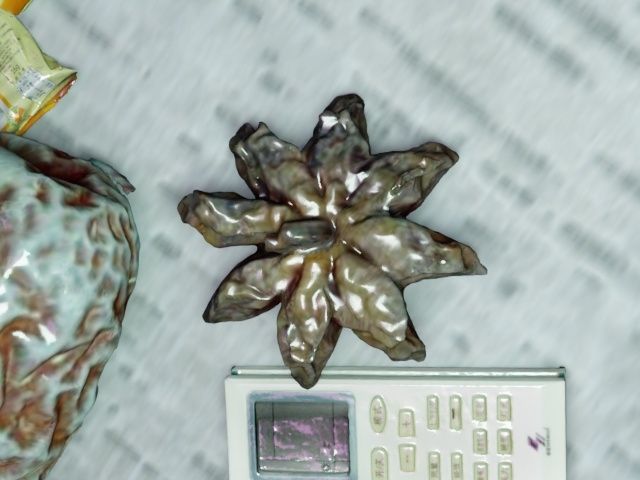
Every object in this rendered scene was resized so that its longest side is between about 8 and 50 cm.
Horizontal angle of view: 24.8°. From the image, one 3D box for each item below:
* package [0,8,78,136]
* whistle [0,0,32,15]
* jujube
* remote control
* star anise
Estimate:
[{"bbox_3d":[-0.273,-0.138,1.214,0.120,0.031,0.108,46,102,7],"label":"package"},{"bbox_3d":[-0.257,-0.247,1.145,0.131,0.106,0.288,37,97,-6],"label":"whistle"},{"bbox_3d":[-0.273,0.068,1.159,0.226,0.226,0.317,32,98,3],"label":"jujube"},{"bbox_3d":[0.061,0.158,1.192,0.277,0.055,0.102,-1,98,10],"label":"remote control"},{"bbox_3d":[-0.001,0.000,1.132,0.236,0.109,0.223,-16,86,12],"label":"star anise"}]
